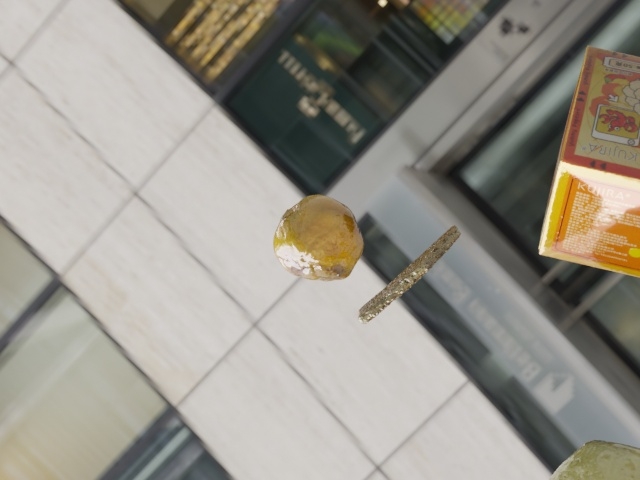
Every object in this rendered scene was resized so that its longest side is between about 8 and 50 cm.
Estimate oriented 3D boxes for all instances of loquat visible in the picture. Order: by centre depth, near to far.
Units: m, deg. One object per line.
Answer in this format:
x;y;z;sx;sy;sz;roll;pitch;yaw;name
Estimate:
0.000;0.000;1.948;0.137;0.137;0.113;34;169;-32;loquat

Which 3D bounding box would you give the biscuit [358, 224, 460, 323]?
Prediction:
0.160;0.061;2.328;0.026;0.237;0.131;49;-177;-3;biscuit

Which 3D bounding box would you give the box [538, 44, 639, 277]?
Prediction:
0.484;-0.105;1.901;0.283;0.214;0.259;14;-128;8;box

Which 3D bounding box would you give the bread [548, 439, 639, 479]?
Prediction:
0.457;0.431;1.914;0.320;0.237;0.320;18;169;4;bread
